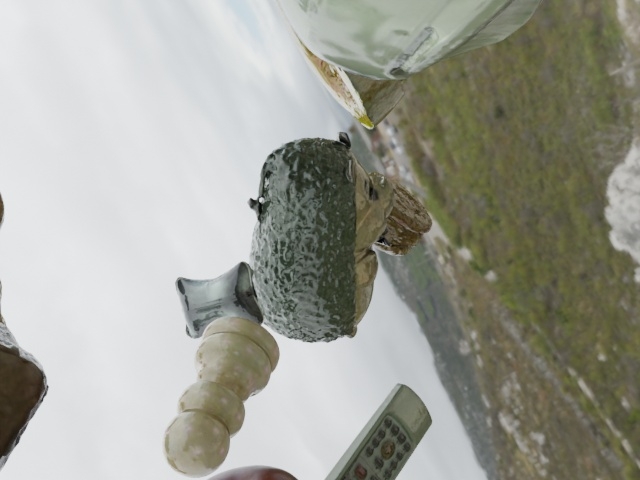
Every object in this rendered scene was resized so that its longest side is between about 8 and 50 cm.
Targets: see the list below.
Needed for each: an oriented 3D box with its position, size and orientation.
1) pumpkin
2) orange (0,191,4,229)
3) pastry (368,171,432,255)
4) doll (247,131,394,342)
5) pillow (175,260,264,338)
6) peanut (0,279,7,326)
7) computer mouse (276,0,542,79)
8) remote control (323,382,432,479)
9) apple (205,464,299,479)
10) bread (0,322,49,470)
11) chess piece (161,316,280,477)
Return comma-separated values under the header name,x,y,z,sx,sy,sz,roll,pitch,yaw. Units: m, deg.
name,x,y,z,sx,sy,sz,roll,pitch,yaw
pumpkin,0.038,-0.243,0.895,0.217,0.110,0.217,60,177,5
orange,-0.610,-0.046,1.150,0.206,0.206,0.206,62,-175,-9
pastry,0.136,-0.054,1.499,0.189,0.103,0.188,31,-156,-16
doll,0.000,0.000,1.184,0.247,0.247,0.349,-110,15,-58
pillow,-0.146,0.087,1.041,0.055,0.136,0.091,-68,-40,-55
peanut,-0.485,0.112,1.038,0.080,0.080,0.174,-67,-25,-84
computer mouse,0.078,-0.249,0.439,0.228,0.429,0.145,40,-133,0
remote control,0.104,0.401,1.337,0.038,0.285,0.123,4,134,53
apple,-0.135,0.606,1.476,0.288,0.288,0.316,-112,-2,-47
bread,-0.284,0.202,0.309,0.113,0.416,0.165,37,163,-25
chess piece,-0.109,0.171,0.765,0.094,0.094,0.170,60,-148,-31
